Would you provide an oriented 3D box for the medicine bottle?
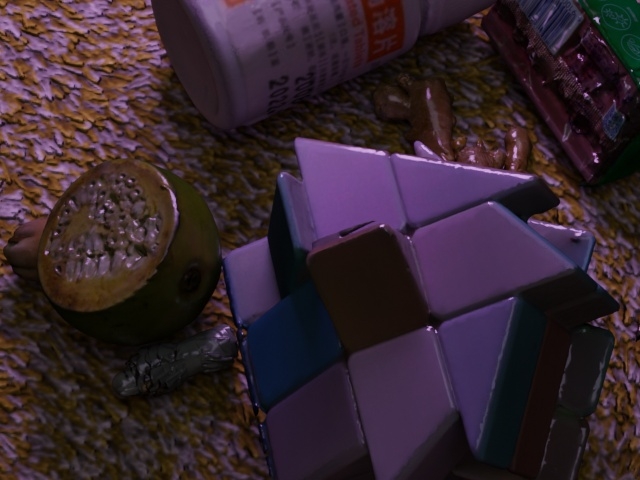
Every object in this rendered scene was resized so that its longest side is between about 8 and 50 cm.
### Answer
[{"bbox_3d":[0.008,-0.289,1.579,0.371,0.211,0.211,-26,72,-15],"label":"medicine bottle"}]

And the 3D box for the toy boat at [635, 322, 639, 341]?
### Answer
[{"bbox_3d":[0.523,-0.041,1.514,0.136,0.162,0.445,32,96,-4],"label":"toy boat"}]

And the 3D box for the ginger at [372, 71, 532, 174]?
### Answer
[{"bbox_3d":[0.160,-0.115,1.607,0.193,0.052,0.176,1,62,-6],"label":"ginger"}]

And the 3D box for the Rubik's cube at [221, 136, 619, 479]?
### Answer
[{"bbox_3d":[0.106,0.091,1.346,0.368,0.358,0.387,-22,68,20],"label":"Rubik's cube"}]

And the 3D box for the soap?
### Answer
[{"bbox_3d":[0.308,-0.221,1.590,0.098,0.218,0.273,-18,65,-29],"label":"soap"}]

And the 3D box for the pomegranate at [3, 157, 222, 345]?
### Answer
[{"bbox_3d":[-0.214,0.033,1.460,0.241,0.159,0.190,-23,57,12],"label":"pomegranate"}]

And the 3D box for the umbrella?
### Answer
[{"bbox_3d":[-0.156,0.134,1.466,0.143,0.067,0.062,-20,111,-21],"label":"umbrella"}]
